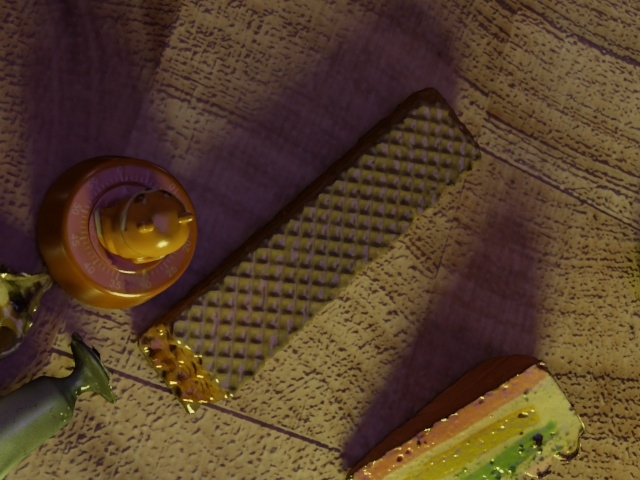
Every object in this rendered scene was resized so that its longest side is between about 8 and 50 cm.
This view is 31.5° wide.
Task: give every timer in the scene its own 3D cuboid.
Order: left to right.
[{"bbox_3d":[-0.145,-0.011,0.908,0.132,0.152,0.132,2,86,-26],"label":"timer"}]

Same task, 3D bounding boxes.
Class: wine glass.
[{"bbox_3d":[-0.238,0.144,0.899,0.155,0.072,0.072,-35,102,-25],"label":"wine glass"}]

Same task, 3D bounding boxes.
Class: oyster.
[{"bbox_3d":[-0.295,0.061,0.889,0.121,0.045,0.146,35,80,-24],"label":"oyster"}]

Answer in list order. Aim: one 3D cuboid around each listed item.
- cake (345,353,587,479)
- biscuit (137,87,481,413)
[{"bbox_3d":[0.135,0.204,1.098,0.225,0.090,0.109,-32,104,-6],"label":"cake"},{"bbox_3d":[0.000,0.000,1.034,0.378,0.054,0.094,-42,104,-22],"label":"biscuit"}]
